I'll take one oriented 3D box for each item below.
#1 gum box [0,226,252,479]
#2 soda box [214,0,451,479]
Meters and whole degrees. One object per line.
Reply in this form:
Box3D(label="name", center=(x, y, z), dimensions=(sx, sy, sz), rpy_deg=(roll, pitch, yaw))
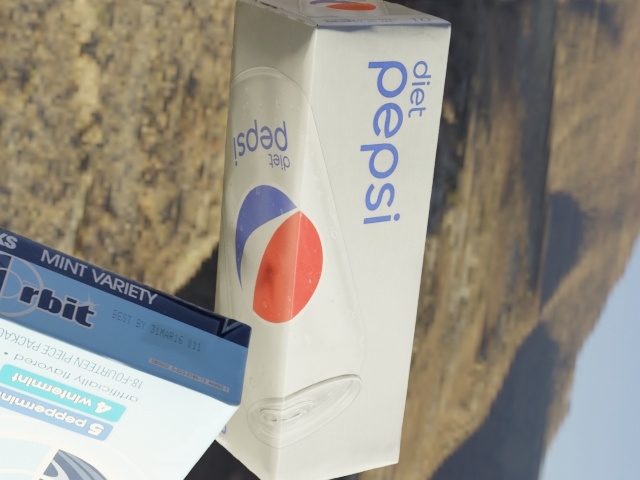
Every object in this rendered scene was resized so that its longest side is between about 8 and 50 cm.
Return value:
Box3D(label="gum box", center=(-0.136, 0.070, 0.522), dimensions=(0.184, 0.157, 0.041), rpy_deg=(-52, -159, 40))
Box3D(label="soda box", center=(0.000, 0.000, 0.856), dimensions=(0.091, 0.098, 0.286), rpy_deg=(30, -60, 51))
